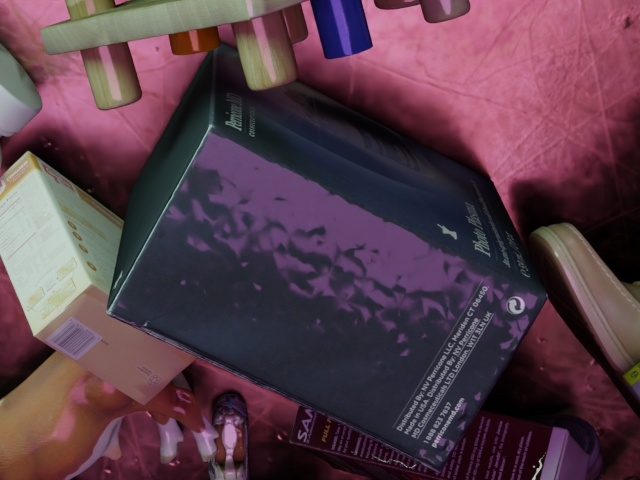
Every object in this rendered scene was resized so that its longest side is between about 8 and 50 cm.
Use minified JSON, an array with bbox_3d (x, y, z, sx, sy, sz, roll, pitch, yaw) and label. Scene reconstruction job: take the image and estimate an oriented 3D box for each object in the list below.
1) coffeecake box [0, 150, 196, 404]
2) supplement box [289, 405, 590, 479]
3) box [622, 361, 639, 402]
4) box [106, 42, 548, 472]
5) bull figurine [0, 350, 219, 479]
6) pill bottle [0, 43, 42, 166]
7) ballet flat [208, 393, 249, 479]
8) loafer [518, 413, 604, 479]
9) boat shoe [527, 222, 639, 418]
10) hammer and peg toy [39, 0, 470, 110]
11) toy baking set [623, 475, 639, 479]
[{"bbox_3d":[-0.199,0.030,1.365,0.068,0.185,0.142,-42,135,9],"label":"coffeecake box"},{"bbox_3d":[0.108,0.186,1.435,0.239,0.130,0.073,11,76,21],"label":"supplement box"},{"bbox_3d":[0.390,0.100,1.316,0.243,0.213,0.117,-39,93,5],"label":"box"},{"bbox_3d":[0.000,0.000,1.331,0.294,0.296,0.182,25,106,-12],"label":"box"},{"bbox_3d":[-0.247,0.194,1.488,0.310,0.101,0.188,-40,111,12],"label":"bull figurine"},{"bbox_3d":[-0.359,-0.070,1.369,0.246,0.136,0.136,-40,107,10],"label":"pill bottle"},{"bbox_3d":[-0.087,0.203,1.531,0.041,0.041,0.114,-1,109,-3],"label":"ballet flat"},{"bbox_3d":[0.136,0.261,1.544,0.303,0.109,0.095,-25,128,11],"label":"loafer"},{"bbox_3d":[0.297,0.083,1.482,0.098,0.109,0.302,-40,114,0],"label":"boat shoe"},{"bbox_3d":[-0.001,-0.212,1.229,0.361,0.266,0.127,-26,106,-38],"label":"hammer and peg toy"},{"bbox_3d":[0.344,0.286,1.562,0.197,0.030,0.256,32,125,-25],"label":"toy baking set"}]
